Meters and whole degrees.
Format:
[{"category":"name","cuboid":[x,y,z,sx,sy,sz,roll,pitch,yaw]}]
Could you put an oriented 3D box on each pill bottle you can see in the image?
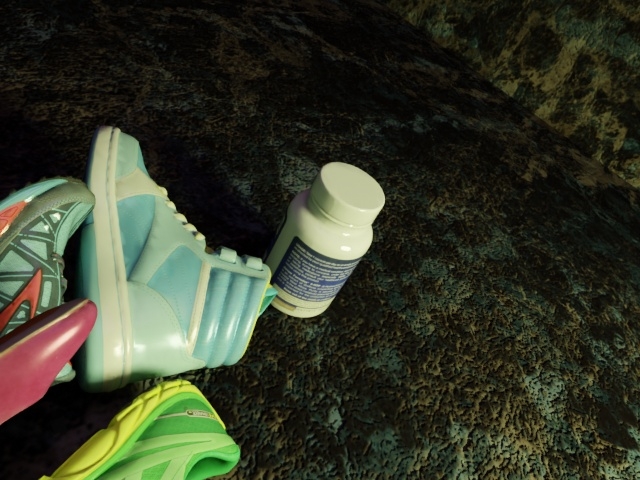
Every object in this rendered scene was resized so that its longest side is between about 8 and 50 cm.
[{"category":"pill bottle","cuboid":[0.000,0.000,0.638,0.112,0.186,0.112,18,40,-16]}]

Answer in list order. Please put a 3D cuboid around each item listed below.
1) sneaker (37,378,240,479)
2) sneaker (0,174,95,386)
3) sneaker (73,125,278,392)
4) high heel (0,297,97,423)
[{"category":"sneaker","cuboid":[-0.158,0.222,0.356,0.123,0.109,0.295,36,40,7]},{"category":"sneaker","cuboid":[-0.250,0.070,0.425,0.125,0.104,0.261,27,71,-4]},{"category":"sneaker","cuboid":[-0.162,0.010,0.578,0.208,0.127,0.319,3,55,-28]},{"category":"high heel","cuboid":[-0.219,0.150,0.328,0.244,0.082,0.117,-43,106,-16]}]
